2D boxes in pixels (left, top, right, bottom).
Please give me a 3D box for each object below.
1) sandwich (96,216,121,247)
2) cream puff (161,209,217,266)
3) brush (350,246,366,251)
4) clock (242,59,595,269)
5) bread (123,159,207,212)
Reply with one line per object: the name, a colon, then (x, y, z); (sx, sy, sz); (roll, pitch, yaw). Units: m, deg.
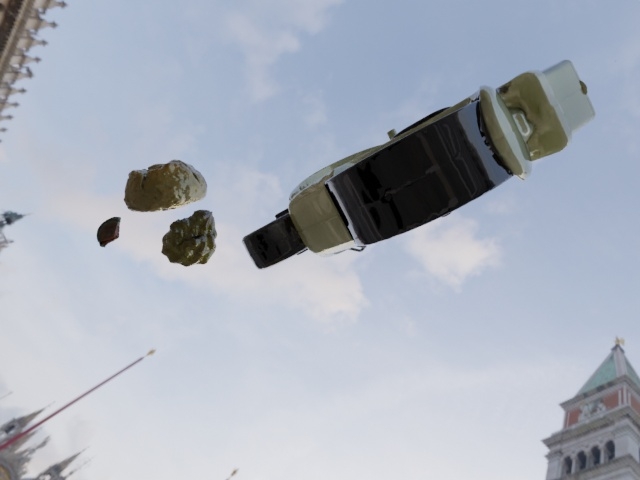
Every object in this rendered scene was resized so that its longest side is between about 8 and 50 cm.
sandwich: (-0.621, -0.030, 1.355); (0.101, 0.026, 0.069); (-28, -110, 21)
cream puff: (-0.326, -0.011, 1.159); (0.146, 0.146, 0.116); (35, -44, 17)
brush: (0.000, 0.000, 1.043); (0.062, 0.266, 0.027); (-48, -138, 40)
clock: (0.079, -0.063, 0.534); (0.379, 0.277, 0.120); (-14, -76, 61)
bread: (-0.466, -0.169, 1.382); (0.245, 0.244, 0.134); (2, -67, 32)
